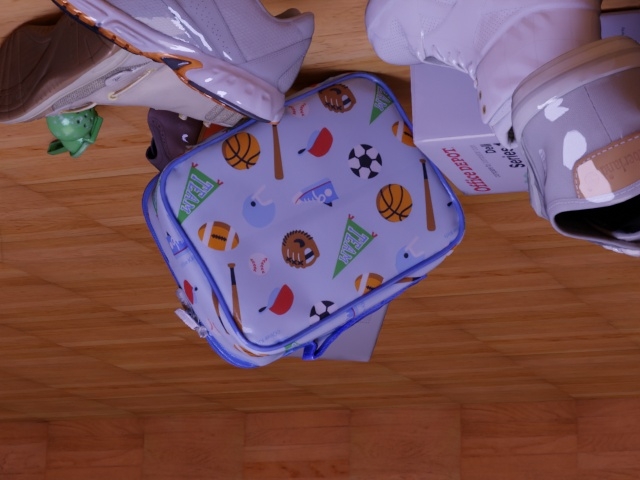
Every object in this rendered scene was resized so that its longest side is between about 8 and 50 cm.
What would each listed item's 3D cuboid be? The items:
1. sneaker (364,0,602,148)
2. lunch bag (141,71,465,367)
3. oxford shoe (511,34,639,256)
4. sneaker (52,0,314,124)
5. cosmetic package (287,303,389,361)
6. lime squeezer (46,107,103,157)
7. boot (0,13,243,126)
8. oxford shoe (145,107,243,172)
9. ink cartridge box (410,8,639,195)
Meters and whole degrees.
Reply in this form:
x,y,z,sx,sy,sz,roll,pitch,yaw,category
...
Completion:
x,y,z,sx,sy,sz,roll,pitch,yaw,category
0.133,-0.156,1.584,0.108,0.169,0.292,8,165,-31,sneaker
-0.019,-0.014,1.852,0.303,0.243,0.115,-29,178,-22,lunch bag
0.260,-0.044,1.550,0.169,0.130,0.449,-28,163,10,oxford shoe
-0.125,-0.209,1.583,0.262,0.121,0.099,29,179,-15,sneaker
0.000,0.000,2.127,0.156,0.217,0.385,3,164,-3,cosmetic package
-0.286,-0.124,1.981,0.109,0.059,0.310,-1,166,8,lime squeezer
-0.185,-0.155,1.780,0.203,0.095,0.262,11,158,-38,boot
-0.136,-0.096,2.051,0.098,0.097,0.271,20,163,7,oxford shoe
0.244,-0.129,1.777,0.278,0.117,0.201,-4,165,18,ink cartridge box
